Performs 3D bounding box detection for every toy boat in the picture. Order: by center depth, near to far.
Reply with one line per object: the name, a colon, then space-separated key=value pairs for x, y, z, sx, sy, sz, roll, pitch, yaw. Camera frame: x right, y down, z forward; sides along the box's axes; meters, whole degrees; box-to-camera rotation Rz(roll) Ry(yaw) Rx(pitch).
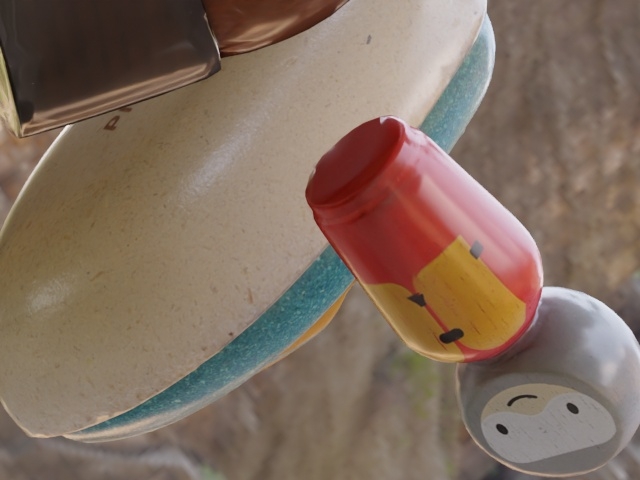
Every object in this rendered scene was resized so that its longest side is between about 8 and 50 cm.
toy boat: x=0.000 y=0.000 z=0.789 sx=0.148 sy=0.267 sz=0.318 roll=47 pitch=-10 yaw=-26

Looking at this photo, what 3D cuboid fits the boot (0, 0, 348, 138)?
boot: x=0.047 y=-0.152 z=0.372 sx=0.096 sy=0.280 sz=0.264 roll=54 pitch=-17 yaw=34
